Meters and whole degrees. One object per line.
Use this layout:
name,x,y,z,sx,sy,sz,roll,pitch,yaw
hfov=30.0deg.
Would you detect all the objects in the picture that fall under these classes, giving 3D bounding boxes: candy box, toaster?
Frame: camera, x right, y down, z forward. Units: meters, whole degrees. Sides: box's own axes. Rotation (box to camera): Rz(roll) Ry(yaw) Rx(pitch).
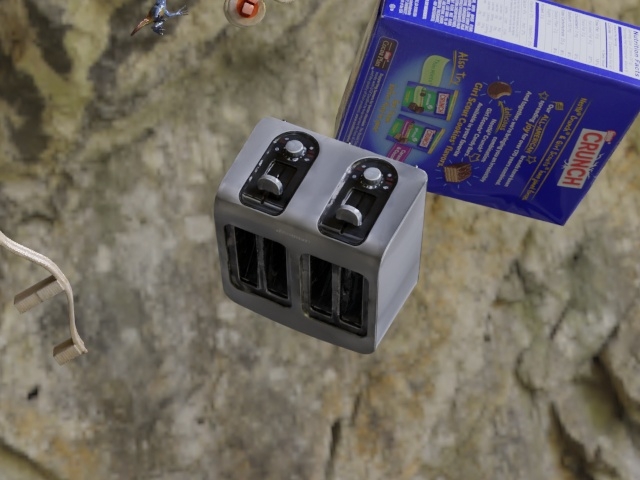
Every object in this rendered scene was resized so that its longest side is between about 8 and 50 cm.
candy box,0.195,-0.169,1.431,0.317,0.122,0.268,16,-38,-4
toaster,0.000,0.000,1.079,0.168,0.110,0.186,22,-36,17

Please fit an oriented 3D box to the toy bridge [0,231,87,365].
toy bridge,-0.318,0.059,1.355,0.063,0.026,0.188,-30,-63,2

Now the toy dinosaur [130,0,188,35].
toy dinosaur,-0.238,-0.343,1.739,0.090,0.082,0.047,-7,-41,-8

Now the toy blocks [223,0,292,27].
toy blocks,-0.065,-0.332,1.595,0.123,0.054,0.148,-32,12,-8
